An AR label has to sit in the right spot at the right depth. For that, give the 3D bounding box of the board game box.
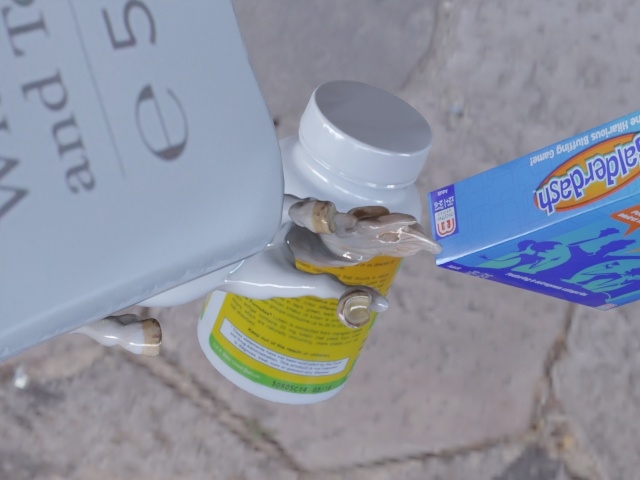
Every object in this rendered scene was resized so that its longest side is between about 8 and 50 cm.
[{"bbox_3d":[0.188,-0.022,0.912,0.210,0.047,0.160,-23,154,40],"label":"board game box"}]

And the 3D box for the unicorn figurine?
[{"bbox_3d":[-0.054,-0.001,0.520,0.162,0.111,0.060,15,92,-33],"label":"unicorn figurine"}]

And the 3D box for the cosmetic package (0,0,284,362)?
[{"bbox_3d":[-0.278,-0.081,0.346,0.327,0.393,0.329,-10,100,38],"label":"cosmetic package"}]

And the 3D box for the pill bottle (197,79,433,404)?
[{"bbox_3d":[0.000,0.000,1.386,0.136,0.136,0.246,20,122,-5],"label":"pill bottle"}]
